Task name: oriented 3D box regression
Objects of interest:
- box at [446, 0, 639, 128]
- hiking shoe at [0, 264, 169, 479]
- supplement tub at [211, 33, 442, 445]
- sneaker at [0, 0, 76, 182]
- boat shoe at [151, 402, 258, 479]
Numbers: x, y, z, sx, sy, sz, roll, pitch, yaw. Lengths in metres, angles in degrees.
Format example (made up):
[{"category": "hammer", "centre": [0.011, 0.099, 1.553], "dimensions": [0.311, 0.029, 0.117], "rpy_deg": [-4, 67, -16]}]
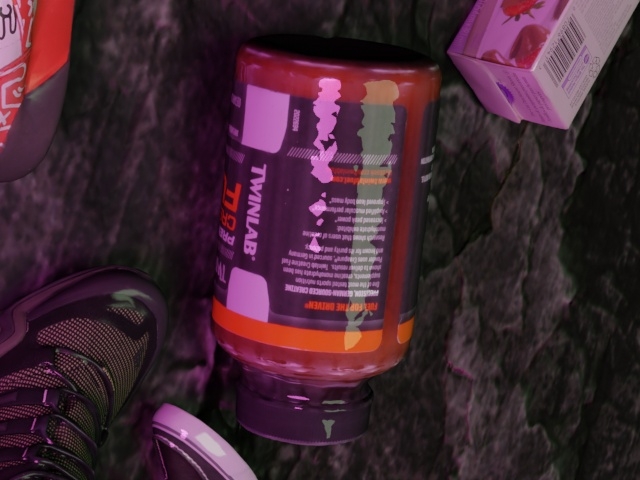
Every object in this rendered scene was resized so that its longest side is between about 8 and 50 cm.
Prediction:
[{"category": "box", "centre": [0.186, -0.216, 1.058], "dimensions": [0.324, 0.063, 0.067], "rpy_deg": [-60, 141, -16]}, {"category": "hiking shoe", "centre": [-0.124, 0.108, 0.762], "dimensions": [0.227, 0.114, 0.086], "rpy_deg": [-52, 137, -25]}, {"category": "supplement tub", "centre": [0.000, 0.000, 0.880], "dimensions": [0.106, 0.106, 0.198], "rpy_deg": [-9, 109, -49]}, {"category": "sneaker", "centre": [-0.156, -0.148, 0.651], "dimensions": [0.145, 0.090, 0.270], "rpy_deg": [-7, 111, -52]}, {"category": "boat shoe", "centre": [-0.056, 0.139, 0.910], "dimensions": [0.040, 0.049, 0.142], "rpy_deg": [-52, 139, -24]}]
